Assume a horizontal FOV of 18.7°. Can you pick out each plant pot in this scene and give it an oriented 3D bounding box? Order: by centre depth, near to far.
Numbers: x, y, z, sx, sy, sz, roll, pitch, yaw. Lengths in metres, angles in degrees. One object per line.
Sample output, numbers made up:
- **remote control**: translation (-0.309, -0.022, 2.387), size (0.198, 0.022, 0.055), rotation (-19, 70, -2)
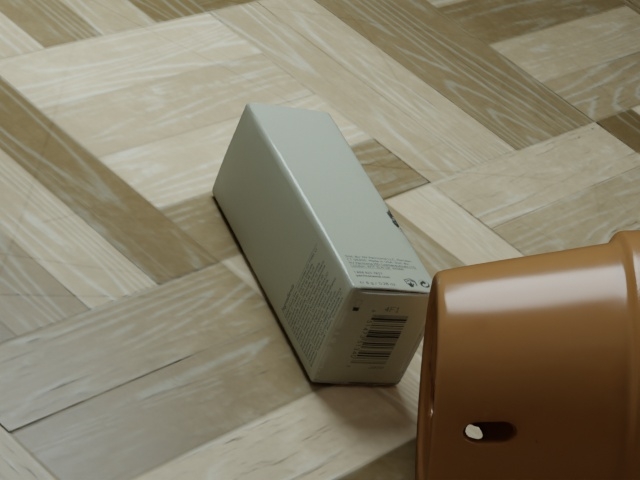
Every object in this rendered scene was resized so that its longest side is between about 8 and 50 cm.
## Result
- **plant pot**: translation (0.183, 0.131, 1.527), size (0.203, 0.291, 0.291), rotation (3, 33, 0)

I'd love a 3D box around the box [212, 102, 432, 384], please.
- **box**: translation (0.000, 0.000, 1.734), size (0.094, 0.113, 0.275), rotation (4, 37, -29)
